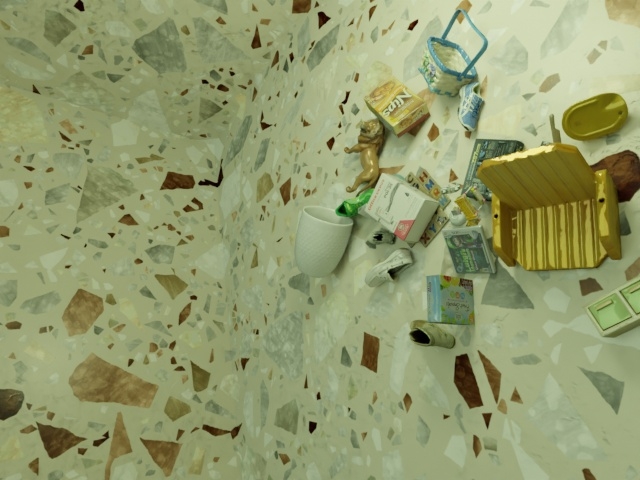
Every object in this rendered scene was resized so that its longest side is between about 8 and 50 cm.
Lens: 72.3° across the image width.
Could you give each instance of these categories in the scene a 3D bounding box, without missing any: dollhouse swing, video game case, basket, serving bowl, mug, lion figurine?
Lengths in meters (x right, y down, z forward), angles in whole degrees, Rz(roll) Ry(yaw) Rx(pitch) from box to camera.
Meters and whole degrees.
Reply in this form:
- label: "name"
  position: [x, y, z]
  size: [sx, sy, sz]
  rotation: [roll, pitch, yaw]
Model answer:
- label: "dollhouse swing"
  position: [0.678, -0.083, 1.352]
  size: [0.347, 0.305, 0.315]
  rotation: [-8, 75, 47]
- label: "video game case"
  position: [0.561, 0.037, 1.665]
  size: [0.173, 0.022, 0.190]
  rotation: [-6, 110, 54]
- label: "basket"
  position: [0.550, -0.761, 1.814]
  size: [0.289, 0.201, 0.254]
  rotation: [-55, 40, 45]
- label: "serving bowl"
  position: [0.556, -0.101, 1.784]
  size: [0.083, 0.027, 0.083]
  rotation: [-20, 65, 51]
- label: "mug"
  position: [0.000, 0.000, 2.360]
  size: [0.374, 0.276, 0.328]
  rotation: [-89, 14, -70]
- label: "lion figurine"
  position: [0.242, -0.409, 2.235]
  size: [0.240, 0.142, 0.392]
  rotation: [-9, 88, 45]

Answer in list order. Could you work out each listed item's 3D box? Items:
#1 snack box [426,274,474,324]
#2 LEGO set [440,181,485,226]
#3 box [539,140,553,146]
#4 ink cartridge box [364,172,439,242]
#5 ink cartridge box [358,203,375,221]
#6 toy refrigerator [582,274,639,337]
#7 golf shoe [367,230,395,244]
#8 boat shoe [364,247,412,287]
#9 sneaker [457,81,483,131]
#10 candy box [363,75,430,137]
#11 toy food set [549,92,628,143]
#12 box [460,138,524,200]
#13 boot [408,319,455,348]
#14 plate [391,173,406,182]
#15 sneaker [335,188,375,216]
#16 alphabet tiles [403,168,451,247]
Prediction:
- label: "snack box"
  position: [0.487, 0.226, 1.640]
  size: [0.070, 0.207, 0.174]
  rotation: [-15, 69, 52]
- label: "LEGO set"
  position: [0.564, -0.101, 1.667]
  size: [0.132, 0.107, 0.287]
  rotation: [8, 132, 47]
- label: "box"
  position: [0.794, -0.303, 1.516]
  size: [0.083, 0.018, 0.067]
  rotation: [36, 110, 52]
- label: "ink cartridge box"
  position: [0.354, -0.147, 1.958]
  size: [0.283, 0.117, 0.207]
  rotation: [43, 117, 42]
- label: "ink cartridge box"
  position: [0.247, -0.136, 2.152]
  size: [0.063, 0.115, 0.029]
  rotation: [-32, 44, 46]
- label: "toy refrigerator"
  position: [0.885, 0.162, 1.206]
  size: [0.269, 0.094, 0.102]
  rotation: [-47, 47, 38]
- label: "golf shoe"
  position: [0.273, -0.018, 2.106]
  size: [0.176, 0.086, 0.069]
  rotation: [-3, 81, 55]
- label: "boat shoe"
  position: [0.308, 0.147, 2.003]
  size: [0.277, 0.098, 0.096]
  rotation: [-47, 46, 35]
- label: "sneaker"
  position: [0.611, -0.547, 1.778]
  size: [0.081, 0.080, 0.211]
  rotation: [-15, 71, 55]
- label: "candy box"
  position: [0.357, -0.640, 2.086]
  size: [0.183, 0.087, 0.316]
  rotation: [-35, 47, 6]
- label: "toy food set"
  position: [0.853, -0.392, 1.399]
  size: [0.218, 0.071, 0.128]
  rotation: [-14, 107, 42]
- label: "box"
  position: [0.650, -0.267, 1.670]
  size: [0.183, 0.059, 0.232]
  rotation: [21, 99, 54]
- label: "boot"
  position: [0.406, 0.368, 1.751]
  size: [0.213, 0.165, 0.077]
  rotation: [22, 98, 52]
- label: "plate"
  position: [0.339, -0.228, 2.102]
  size: [0.188, 0.024, 0.188]
  rotation: [-17, 68, 50]
- label: "sneaker"
  position: [0.189, -0.171, 2.206]
  size: [0.295, 0.123, 0.109]
  rotation: [-23, 92, 50]
- label: "alphabet tiles"
  position: [0.437, -0.145, 1.975]
  size: [0.285, 0.011, 0.342]
  rotation: [-56, 42, 30]
